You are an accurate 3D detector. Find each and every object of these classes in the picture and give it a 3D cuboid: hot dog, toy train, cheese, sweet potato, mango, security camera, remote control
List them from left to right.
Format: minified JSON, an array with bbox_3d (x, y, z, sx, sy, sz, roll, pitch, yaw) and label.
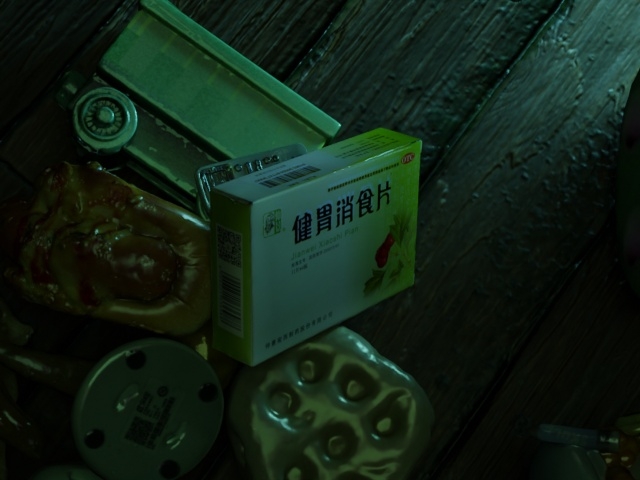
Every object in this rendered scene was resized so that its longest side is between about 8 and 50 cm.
[{"bbox_3d":[-0.337,0.146,1.284,0.053,0.054,0.182,-33,85,-37],"label":"sweet potato"},{"bbox_3d":[-0.226,0.007,1.298,0.257,0.153,0.150,13,79,29],"label":"hot dog"},{"bbox_3d":[-0.233,0.155,1.353,0.250,0.069,0.059,24,89,-9],"label":"sweet potato"},{"bbox_3d":[-0.212,0.234,1.300,0.157,0.080,0.301,28,89,-27],"label":"security camera"},{"bbox_3d":[-0.141,0.079,1.375,0.098,0.075,0.190,-22,69,-14],"label":"mango"},{"bbox_3d":[-0.133,-0.118,1.402,0.301,0.120,0.202,35,73,0],"label":"toy train"},{"bbox_3d":[-0.067,-0.064,1.330,0.125,0.018,0.053,-14,83,-18],"label":"remote control"},{"bbox_3d":[0.007,0.200,1.357,0.218,0.117,0.235,3,77,-9],"label":"cheese"}]

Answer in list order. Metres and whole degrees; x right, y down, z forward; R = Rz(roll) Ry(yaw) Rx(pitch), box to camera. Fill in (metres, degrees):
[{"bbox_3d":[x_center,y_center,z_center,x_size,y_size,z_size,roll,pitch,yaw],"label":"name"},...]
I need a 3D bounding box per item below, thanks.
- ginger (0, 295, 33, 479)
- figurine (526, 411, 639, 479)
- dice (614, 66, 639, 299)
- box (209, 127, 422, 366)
[{"bbox_3d":[-0.371,0.183,1.329,0.131,0.086,0.294,2,70,1],"label":"ginger"},{"bbox_3d":[0.380,0.282,1.377,0.382,0.205,0.224,-7,75,-29],"label":"figurine"},{"bbox_3d":[0.517,-0.075,1.380,0.318,0.330,0.322,5,76,-9],"label":"dice"},{"bbox_3d":[-0.001,0.001,1.321,0.260,0.062,0.175,-22,123,-43],"label":"box"}]
